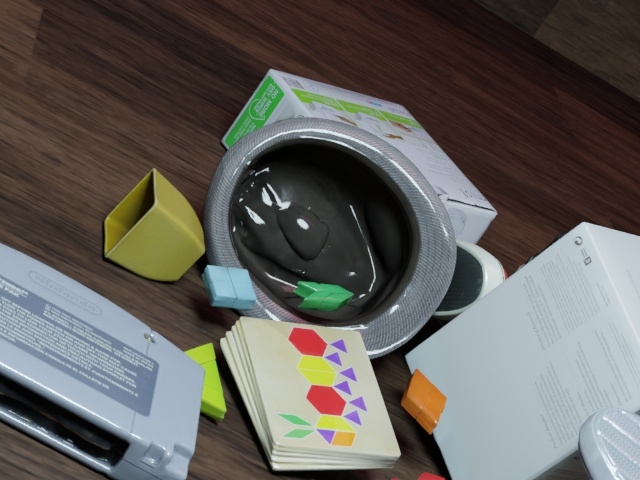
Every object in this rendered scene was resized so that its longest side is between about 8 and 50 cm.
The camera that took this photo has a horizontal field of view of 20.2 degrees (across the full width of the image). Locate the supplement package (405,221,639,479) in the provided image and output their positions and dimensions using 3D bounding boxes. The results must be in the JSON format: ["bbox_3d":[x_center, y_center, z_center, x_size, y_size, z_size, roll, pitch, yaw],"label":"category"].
[{"bbox_3d":[0.268,0.145,1.841,0.198,0.262,0.199,12,48,-45],"label":"supplement package"}]

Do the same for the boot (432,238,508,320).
[{"bbox_3d":[0.181,0.059,1.994,0.176,0.088,0.244,16,-7,-25],"label":"boot"}]

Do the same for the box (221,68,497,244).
[{"bbox_3d":[0.052,-0.080,2.233,0.262,0.127,0.231,10,33,-48],"label":"box"}]

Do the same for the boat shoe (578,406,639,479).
[{"bbox_3d":[0.333,0.290,1.652,0.302,0.094,0.109,51,46,7],"label":"boat shoe"}]

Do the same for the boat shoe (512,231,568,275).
[{"bbox_3d":[0.364,0.111,2.313,0.127,0.113,0.340,23,25,-30],"label":"boat shoe"}]

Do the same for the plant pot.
[{"bbox_3d":[-0.164,-0.006,1.835,0.083,0.081,0.081,38,19,-23],"label":"plant pot"}]

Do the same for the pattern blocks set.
[{"bbox_3d":[-0.006,0.152,1.733,0.285,0.026,0.325,14,38,-19],"label":"pattern blocks set"}]

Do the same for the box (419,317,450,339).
[{"bbox_3d":[0.180,0.084,2.209,0.225,0.036,0.136,12,31,-47],"label":"box"}]

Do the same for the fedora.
[{"bbox_3d":[0.000,0.000,1.936,0.275,0.244,0.124,33,-8,-5],"label":"fedora"}]

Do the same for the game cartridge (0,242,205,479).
[{"bbox_3d":[-0.239,0.093,1.551,0.297,0.062,0.198,30,18,-12],"label":"game cartridge"}]
